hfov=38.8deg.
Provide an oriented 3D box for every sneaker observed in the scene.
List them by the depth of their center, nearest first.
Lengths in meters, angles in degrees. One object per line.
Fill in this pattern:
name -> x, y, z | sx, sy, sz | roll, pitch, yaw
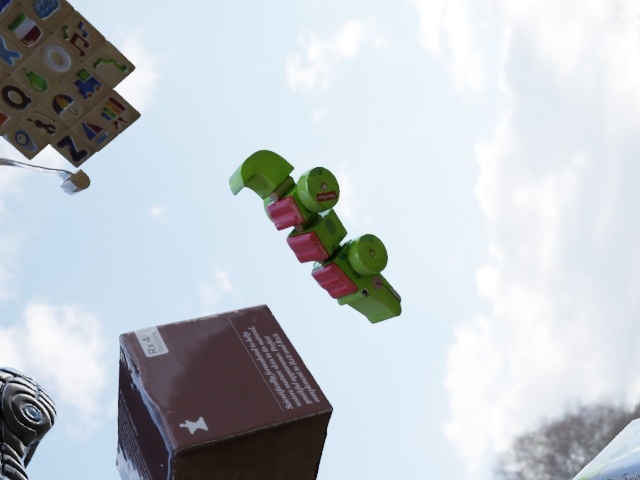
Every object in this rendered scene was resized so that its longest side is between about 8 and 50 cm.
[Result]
sneaker -> -0.466, 0.299, 1.259 | 0.125, 0.341, 0.139 | 38, -75, -18

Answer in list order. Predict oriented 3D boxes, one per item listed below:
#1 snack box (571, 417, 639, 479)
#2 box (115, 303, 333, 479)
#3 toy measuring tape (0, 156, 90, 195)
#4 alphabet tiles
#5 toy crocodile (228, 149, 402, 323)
snack box -> 0.263, 0.153, 0.666 | 0.100, 0.141, 0.037 | -30, -98, -35
box -> -0.109, 0.206, 0.943 | 0.167, 0.168, 0.203 | -9, -49, -26
toy measuring tape -> -0.401, -0.047, 0.915 | 0.330, 0.121, 0.121 | 11, -90, -32
alphabet tiles -> -0.439, -0.260, 1.329 | 0.342, 0.285, 0.011 | 44, -142, -22
toy crocodile -> 0.000, 0.000, 1.366 | 0.340, 0.115, 0.105 | 52, -131, -17
